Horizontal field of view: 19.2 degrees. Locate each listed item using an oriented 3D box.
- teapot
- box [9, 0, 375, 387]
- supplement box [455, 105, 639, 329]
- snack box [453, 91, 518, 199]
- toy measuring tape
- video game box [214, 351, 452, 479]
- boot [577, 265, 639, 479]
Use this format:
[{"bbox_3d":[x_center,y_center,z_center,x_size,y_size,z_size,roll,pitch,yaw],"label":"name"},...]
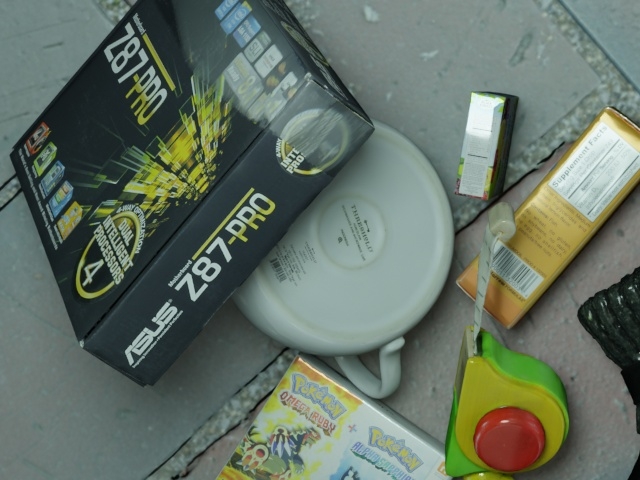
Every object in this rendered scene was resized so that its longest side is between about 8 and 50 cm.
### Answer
[{"bbox_3d":[0.000,0.000,1.867,0.252,0.187,0.256,20,80,-19],"label":"teapot"},{"bbox_3d":[-0.135,-0.092,1.788,0.097,0.395,0.318,37,103,-32],"label":"box"},{"bbox_3d":[0.238,-0.024,1.869,0.080,0.078,0.233,43,100,7],"label":"supplement box"},{"bbox_3d":[0.163,-0.094,1.843,0.037,0.141,0.100,11,96,10],"label":"snack box"},{"bbox_3d":[0.192,0.115,1.812,0.121,0.121,0.330,13,123,9],"label":"toy measuring tape"},{"bbox_3d":[0.013,0.245,1.946,0.205,0.048,0.187,34,97,5],"label":"video game box"},{"bbox_3d":[0.316,0.174,1.839,0.348,0.131,0.260,-37,93,2],"label":"boot"}]
